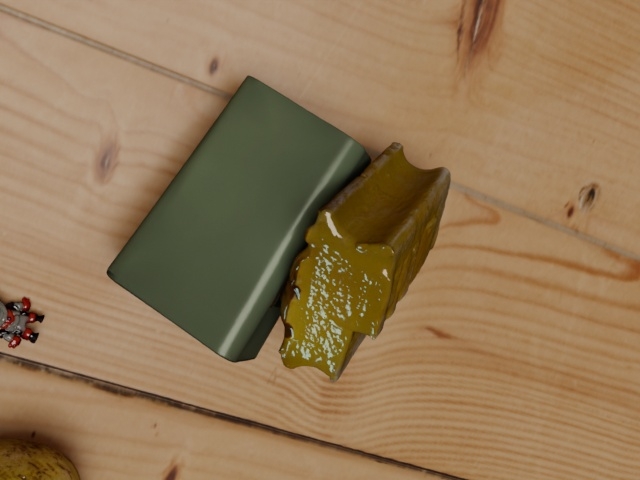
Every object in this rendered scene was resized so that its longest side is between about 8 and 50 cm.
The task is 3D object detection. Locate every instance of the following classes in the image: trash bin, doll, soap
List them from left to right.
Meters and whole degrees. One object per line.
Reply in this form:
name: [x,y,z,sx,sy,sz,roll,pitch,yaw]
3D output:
doll: [-0.487,0.104,1.230,0.169,0.057,0.109,22,70,-28]
trash bin: [-0.104,-0.030,1.208,0.222,0.158,0.344,34,92,11]
soap: [0.063,0.029,1.202,0.143,0.281,0.259,24,124,11]

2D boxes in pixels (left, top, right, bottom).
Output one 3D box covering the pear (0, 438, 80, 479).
pear: [-0.466,0.412,1.222,0.271,0.271,0.271,-3,103,-13]
